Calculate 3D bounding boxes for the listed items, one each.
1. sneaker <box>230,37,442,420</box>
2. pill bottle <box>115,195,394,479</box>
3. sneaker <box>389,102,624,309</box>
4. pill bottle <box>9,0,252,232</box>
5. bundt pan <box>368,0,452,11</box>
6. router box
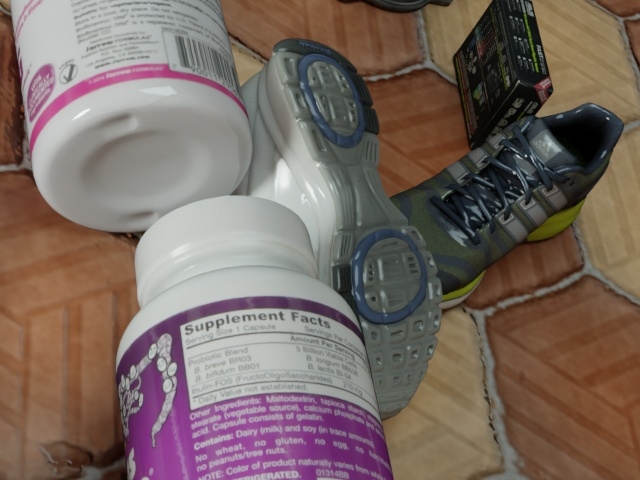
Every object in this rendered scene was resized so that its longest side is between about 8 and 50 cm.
[{"bbox_3d":[0.000,0.000,1.188,0.111,0.129,0.297,3,65,-43],"label":"sneaker"},{"bbox_3d":[-0.044,0.125,1.011,0.169,0.169,0.301,8,49,-25],"label":"pill bottle"},{"bbox_3d":[0.144,-0.043,1.301,0.111,0.121,0.300,46,45,12],"label":"sneaker"},{"bbox_3d":[-0.153,-0.161,1.196,0.160,0.160,0.283,6,50,-27],"label":"pill bottle"},{"bbox_3d":[0.055,-0.391,1.517,0.331,0.124,0.330,17,52,-23],"label":"bundt pan"},{"bbox_3d":[0.165,-0.152,1.429,0.038,0.092,0.122,13,48,-22],"label":"router box"}]
